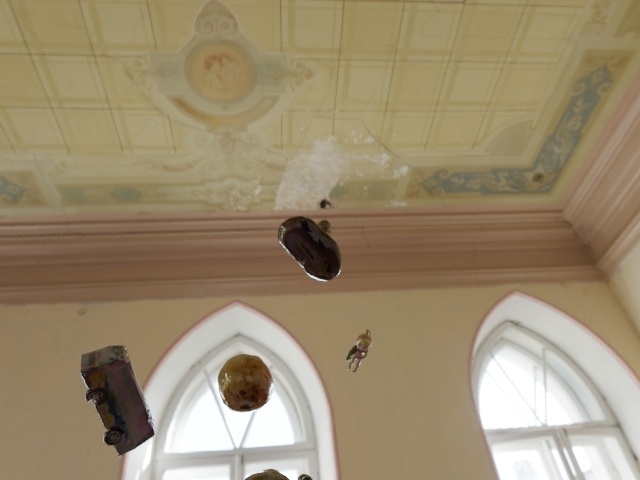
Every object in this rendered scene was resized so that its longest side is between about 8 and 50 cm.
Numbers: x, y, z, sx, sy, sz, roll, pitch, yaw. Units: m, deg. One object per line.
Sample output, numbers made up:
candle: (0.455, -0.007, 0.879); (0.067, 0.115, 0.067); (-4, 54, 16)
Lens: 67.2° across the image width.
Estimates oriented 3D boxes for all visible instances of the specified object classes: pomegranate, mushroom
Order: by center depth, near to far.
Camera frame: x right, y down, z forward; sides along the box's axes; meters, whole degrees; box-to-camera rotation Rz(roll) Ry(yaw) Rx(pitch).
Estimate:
mushroom: (0.000, 0.000, 1.490); (0.148, 0.217, 0.227); (-38, -89, 31)
pomegranate: (-0.271, 0.516, 1.768); (0.215, 0.215, 0.215); (-4, -41, -3)

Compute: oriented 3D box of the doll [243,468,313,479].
doll: (-0.151, 0.873, 1.627); (0.235, 0.174, 0.330); (-15, -36, 23)

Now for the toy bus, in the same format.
toy bus: (-0.565, 0.448, 1.353); (0.137, 0.112, 0.317); (-18, -61, -17)

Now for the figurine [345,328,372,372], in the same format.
figurine: (0.158, 0.446, 1.954); (0.083, 0.083, 0.188); (13, -73, -21)
